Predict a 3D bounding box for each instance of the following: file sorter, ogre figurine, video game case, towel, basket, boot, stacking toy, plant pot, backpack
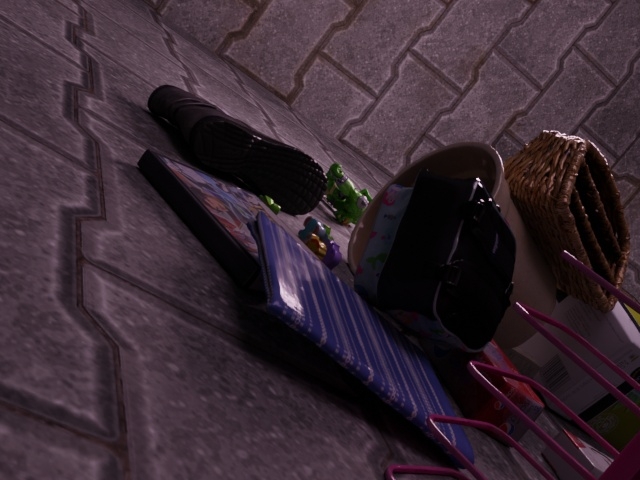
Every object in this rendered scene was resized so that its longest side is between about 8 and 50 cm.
[{"bbox_3d":[0.233,0.180,0.737,0.182,0.290,0.202,43,12,37],"label":"file sorter"},{"bbox_3d":[0.057,-0.100,1.752,0.097,0.197,0.118,-37,78,-32],"label":"ogre figurine"},{"bbox_3d":[-0.101,-0.011,1.097,0.275,0.035,0.248,45,14,32],"label":"video game case"},{"bbox_3d":[0.043,0.120,0.927,0.336,0.040,0.243,42,11,-24],"label":"towel"},{"bbox_3d":[0.508,-0.048,1.487,0.299,0.213,0.223,58,-11,-28],"label":"basket"},{"bbox_3d":[-0.147,-0.182,1.452,0.338,0.118,0.223,33,7,-44],"label":"boot"},{"bbox_3d":[0.000,0.000,1.322,0.167,0.052,0.221,29,14,-39],"label":"stacking toy"},{"bbox_3d":[0.274,0.038,1.446,0.305,0.334,0.334,44,8,-27],"label":"plant pot"},{"bbox_3d":[0.180,0.040,1.116,0.191,0.225,0.253,9,-18,39],"label":"backpack"}]

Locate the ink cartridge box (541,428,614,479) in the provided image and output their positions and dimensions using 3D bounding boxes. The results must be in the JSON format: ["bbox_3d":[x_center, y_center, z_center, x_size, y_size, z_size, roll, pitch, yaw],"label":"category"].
[{"bbox_3d":[0.420,0.361,1.176,0.135,0.056,0.099,33,12,-22],"label":"ink cartridge box"}]

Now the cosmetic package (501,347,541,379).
[{"bbox_3d":[0.372,0.237,1.510,0.115,0.060,0.041,33,11,-30],"label":"cosmetic package"}]

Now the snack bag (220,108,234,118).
[{"bbox_3d":[-0.140,-0.198,1.712,0.323,0.037,0.342,38,11,2],"label":"snack bag"}]

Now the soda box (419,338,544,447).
[{"bbox_3d":[0.242,0.198,1.203,0.092,0.083,0.263,34,12,-22],"label":"soda box"}]

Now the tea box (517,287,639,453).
[{"bbox_3d":[0.602,0.238,1.658,0.323,0.220,0.329,33,25,-27],"label":"tea box"}]
